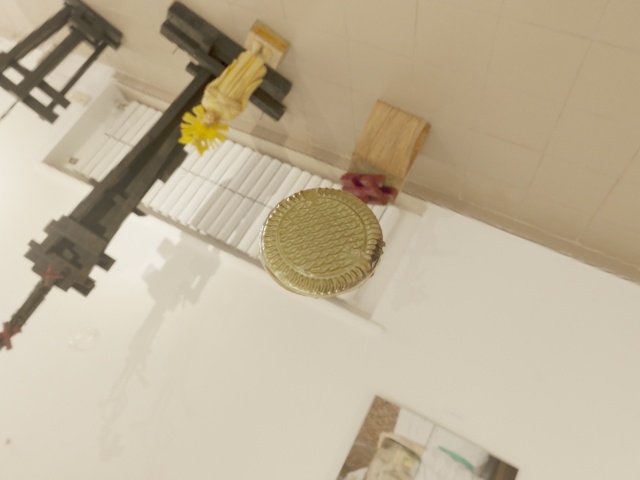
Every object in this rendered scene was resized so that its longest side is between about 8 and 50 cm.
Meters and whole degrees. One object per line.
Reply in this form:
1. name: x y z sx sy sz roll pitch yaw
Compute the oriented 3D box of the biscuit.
1. biscuit: 0.000 0.000 1.076 0.259 0.259 0.079 25 155 14
